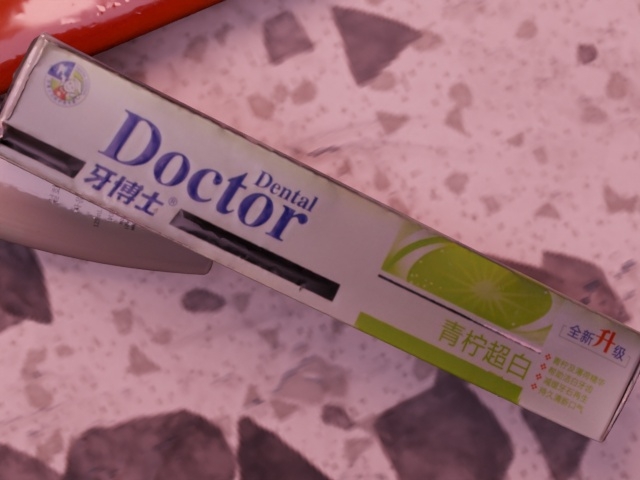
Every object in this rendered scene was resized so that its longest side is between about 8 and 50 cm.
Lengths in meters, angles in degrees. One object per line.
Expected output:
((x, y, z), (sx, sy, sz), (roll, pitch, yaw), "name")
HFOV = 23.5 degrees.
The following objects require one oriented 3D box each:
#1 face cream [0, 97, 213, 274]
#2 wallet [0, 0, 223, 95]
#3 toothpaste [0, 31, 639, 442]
((-0.139, -0.030, 0.807), (0.182, 0.051, 0.072), (16, 93, -3), "face cream")
((-0.111, -0.170, 0.783), (0.204, 0.045, 0.142), (-22, 82, 1), "wallet")
((0.000, 0.000, 0.762), (0.336, 0.081, 0.067), (26, 89, -14), "toothpaste")
